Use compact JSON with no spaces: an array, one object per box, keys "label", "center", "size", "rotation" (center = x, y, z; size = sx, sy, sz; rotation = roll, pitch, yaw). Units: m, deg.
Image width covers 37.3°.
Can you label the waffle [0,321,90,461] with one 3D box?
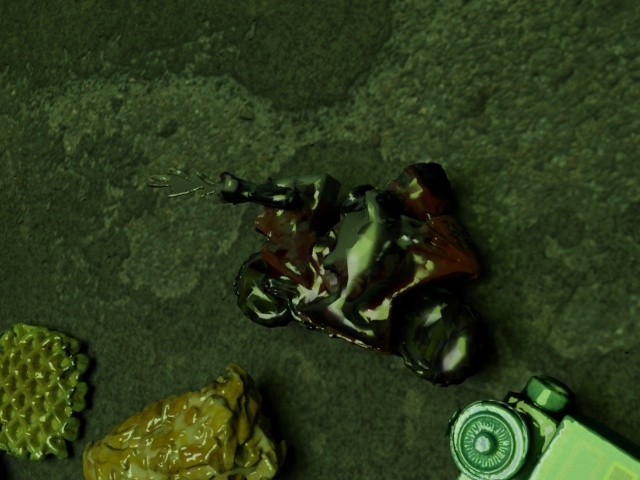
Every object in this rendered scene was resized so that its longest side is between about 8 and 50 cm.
[{"label":"waffle","center":[-0.363,0.192,1.196],"size":[0.183,0.036,0.169],"rotation":[7,84,35]}]

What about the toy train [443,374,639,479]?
[{"label":"toy train","center":[0.166,0.271,0.806],"size":[0.194,0.120,0.298],"rotation":[32,95,28]}]

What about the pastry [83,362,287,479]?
[{"label":"pastry","center":[-0.155,0.242,1.011],"size":[0.250,0.102,0.154],"rotation":[-31,55,24]}]

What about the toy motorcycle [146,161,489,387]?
[{"label":"toy motorcycle","center":[0.000,0.000,0.965],"size":[0.401,0.134,0.207],"rotation":[14,85,32]}]
